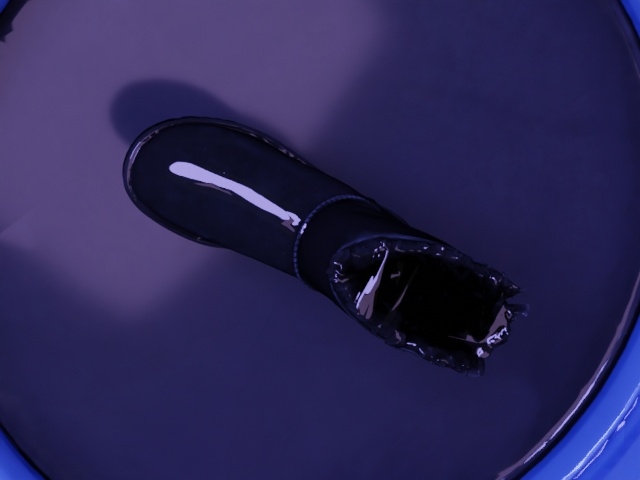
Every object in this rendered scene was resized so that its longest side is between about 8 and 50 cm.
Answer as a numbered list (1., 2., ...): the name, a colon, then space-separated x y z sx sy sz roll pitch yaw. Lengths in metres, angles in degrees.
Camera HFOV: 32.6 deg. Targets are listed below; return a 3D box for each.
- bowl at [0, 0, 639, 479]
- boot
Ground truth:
1. bowl: 0.013 0.004 0.452 0.391 0.077 0.391 -5 107 -15
2. boot: -0.001 0.000 0.351 0.121 0.099 0.045 23 97 -21
